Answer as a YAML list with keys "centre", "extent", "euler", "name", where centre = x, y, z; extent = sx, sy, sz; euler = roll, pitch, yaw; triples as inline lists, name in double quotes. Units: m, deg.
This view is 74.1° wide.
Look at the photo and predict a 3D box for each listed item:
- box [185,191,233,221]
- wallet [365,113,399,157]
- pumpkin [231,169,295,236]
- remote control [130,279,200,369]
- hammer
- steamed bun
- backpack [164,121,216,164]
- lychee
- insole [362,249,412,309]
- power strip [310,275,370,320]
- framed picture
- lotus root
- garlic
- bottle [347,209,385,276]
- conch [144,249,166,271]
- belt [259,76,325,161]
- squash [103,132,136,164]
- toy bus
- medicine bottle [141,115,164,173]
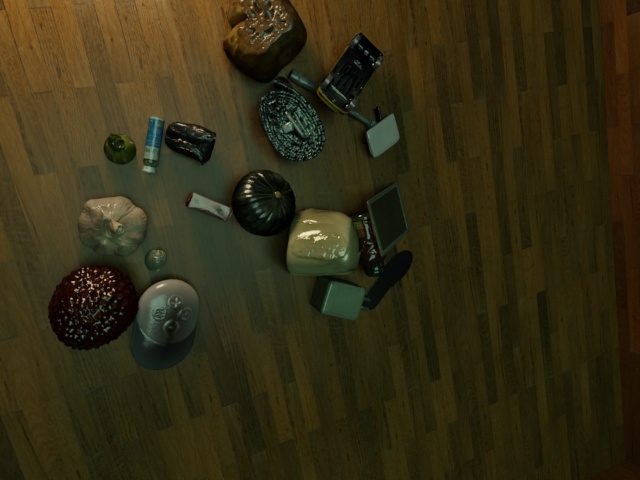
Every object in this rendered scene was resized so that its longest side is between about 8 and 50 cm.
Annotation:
- centre: [-0.401, -0.120, 1.514]
  extent: [0.156, 0.111, 0.060]
  euler: [21, 89, -23]
  name: "box"
- centre: [0.253, -0.426, 1.726]
  extent: [0.183, 0.032, 0.124]
  euler: [-40, 125, -27]
  name: "wallet"
- centre: [-0.213, -0.130, 1.529]
  extent: [0.250, 0.216, 0.249]
  euler: [28, 57, -55]
  name: "pumpkin"
- centre: [-0.550, 0.301, 1.512]
  extent: [0.221, 0.103, 0.331]
  euler: [9, 95, -36]
  name: "remote control"
- centre: [0.061, -0.535, 1.665]
  extent: [0.427, 0.044, 0.152]
  euler: [24, 88, -21]
  name: "hammer"
- centre: [0.000, 0.000, 1.595]
  extent: [0.291, 0.273, 0.272]
  euler: [-6, 84, -1]
  name: "steamed bun"
- centre: [-0.448, -0.350, 1.471]
  extent: [0.165, 0.106, 0.120]
  euler: [25, 110, -5]
  name: "backpack"
- centre: [-0.725, 0.208, 1.372]
  extent: [0.265, 0.300, 0.264]
  euler: [6, 131, 7]
  name: "lychee"
- centre: [0.296, 0.170, 1.861]
  extent: [0.109, 0.007, 0.322]
  euler: [42, 82, -18]
  name: "insole"
- centre: [0.096, 0.236, 1.727]
  extent: [0.225, 0.140, 0.139]
  euler: [16, 91, -22]
  name: "power strip"
- centre: [0.277, -0.094, 1.730]
  extent: [0.296, 0.019, 0.232]
  euler: [-34, 112, -51]
  name: "framed picture"
- centre: [-0.210, -0.729, 1.455]
  extent: [0.316, 0.250, 0.315]
  euler: [-2, 100, -9]
  name: "lotus root"
- centre: [-0.673, -0.045, 1.372]
  extent: [0.219, 0.212, 0.218]
  euler: [-3, 96, -26]
  name: "garlic"
- centre: [0.196, 0.014, 1.738]
  extent: [0.156, 0.143, 0.271]
  euler: [-27, 106, -56]
  name: "bottle"
- centre: [-0.587, 0.072, 1.502]
  extent: [0.076, 0.056, 0.085]
  euler: [12, 92, -8]
  name: "conch"
- centre: [-0.114, -0.431, 1.557]
  extent: [0.207, 0.160, 0.295]
  euler: [-40, 107, 7]
  name: "belt"
- centre: [-0.660, -0.305, 1.382]
  extent: [0.105, 0.132, 0.105]
  euler: [-2, 96, -19]
  name: "squash"
- centre: [0.098, -0.604, 1.579]
  extent: [0.145, 0.151, 0.331]
  euler: [38, 69, -19]
  name: "toy bus"
- centre: [-0.575, -0.327, 1.455]
  extent: [0.051, 0.051, 0.191]
  euler: [8, 93, -21]
  name: "medicine bottle"
